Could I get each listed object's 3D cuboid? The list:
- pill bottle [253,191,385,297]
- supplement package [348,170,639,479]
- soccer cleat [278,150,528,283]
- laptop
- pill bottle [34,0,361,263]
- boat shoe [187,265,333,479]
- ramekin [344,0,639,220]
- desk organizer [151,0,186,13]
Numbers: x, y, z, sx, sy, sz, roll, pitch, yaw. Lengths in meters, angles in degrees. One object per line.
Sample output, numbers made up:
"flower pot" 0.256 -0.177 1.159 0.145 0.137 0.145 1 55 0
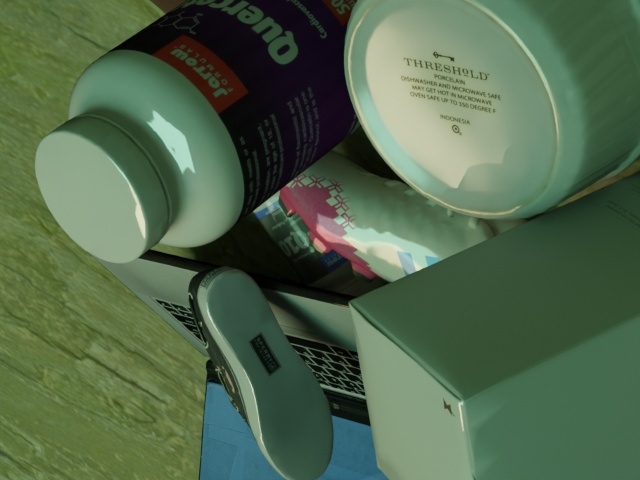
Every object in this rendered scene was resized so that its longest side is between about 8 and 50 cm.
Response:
"pill bottle" 0.000 0.000 1.808 0.137 0.078 0.078 55 142 -7
"supplement package" 0.197 0.097 1.485 0.175 0.293 0.178 40 147 51
"soccer cleat" 0.107 -0.002 1.690 0.331 0.116 0.143 42 116 11
"laptop" -0.050 0.220 1.895 0.382 0.236 0.408 11 156 39
"pill bottle" -0.088 -0.115 1.601 0.181 0.323 0.181 26 136 28
"boat shoe" -0.063 0.126 1.761 0.076 0.080 0.228 9 131 62
"ramekin" 0.140 -0.139 1.515 0.273 0.127 0.273 26 137 28
"desk organizer" -0.117 -0.262 1.736 0.050 0.047 0.130 41 141 16
